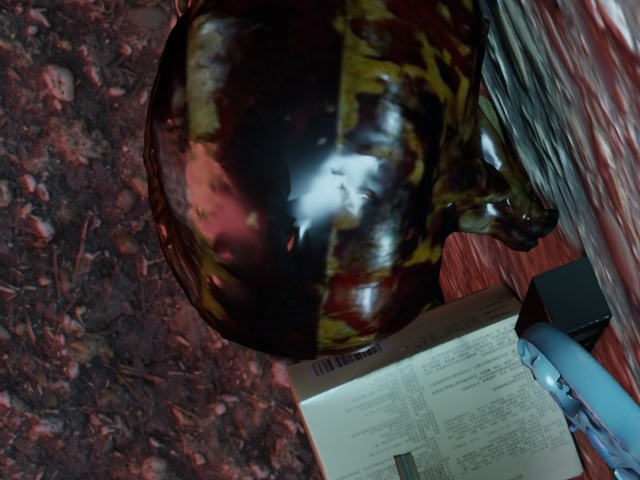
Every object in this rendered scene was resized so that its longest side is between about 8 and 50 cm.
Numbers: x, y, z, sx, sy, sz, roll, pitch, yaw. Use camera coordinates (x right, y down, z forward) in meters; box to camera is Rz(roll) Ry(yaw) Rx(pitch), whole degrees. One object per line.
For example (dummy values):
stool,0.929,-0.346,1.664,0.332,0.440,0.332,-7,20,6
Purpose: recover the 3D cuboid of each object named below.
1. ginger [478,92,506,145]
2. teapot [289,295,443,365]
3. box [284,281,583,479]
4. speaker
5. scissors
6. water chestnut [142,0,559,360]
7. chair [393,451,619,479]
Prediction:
ginger,0.114,-0.058,1.287,0.137,0.044,0.057,74,-167,-52
teapot,0.000,0.000,2.233,0.270,0.200,0.337,45,-163,-44
box,0.097,0.157,1.540,0.095,0.212,0.168,-125,14,-75
speaker,0.163,0.055,1.226,0.191,0.040,0.046,77,172,-77
scissors,0.202,0.137,0.978,0.180,0.032,0.393,51,178,-11
water chestnut,0.021,-0.058,1.157,0.300,0.300,0.300,158,90,-87
chair,0.175,0.263,1.217,0.166,0.188,0.272,70,180,-60
